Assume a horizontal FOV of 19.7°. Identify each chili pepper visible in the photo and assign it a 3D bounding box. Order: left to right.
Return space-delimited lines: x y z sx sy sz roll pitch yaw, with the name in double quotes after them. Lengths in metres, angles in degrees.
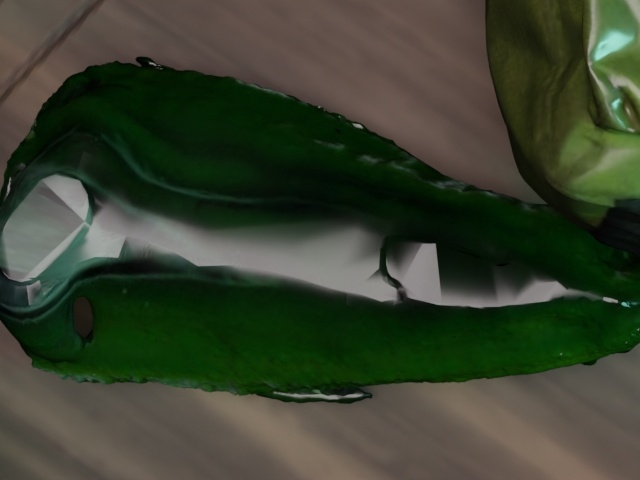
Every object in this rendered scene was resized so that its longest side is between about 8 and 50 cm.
0.000 0.000 0.580 0.216 0.062 0.108 6 89 5 "chili pepper"

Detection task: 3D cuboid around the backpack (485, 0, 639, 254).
0.172 -0.094 0.526 0.253 0.140 0.207 0 88 1 "backpack"
